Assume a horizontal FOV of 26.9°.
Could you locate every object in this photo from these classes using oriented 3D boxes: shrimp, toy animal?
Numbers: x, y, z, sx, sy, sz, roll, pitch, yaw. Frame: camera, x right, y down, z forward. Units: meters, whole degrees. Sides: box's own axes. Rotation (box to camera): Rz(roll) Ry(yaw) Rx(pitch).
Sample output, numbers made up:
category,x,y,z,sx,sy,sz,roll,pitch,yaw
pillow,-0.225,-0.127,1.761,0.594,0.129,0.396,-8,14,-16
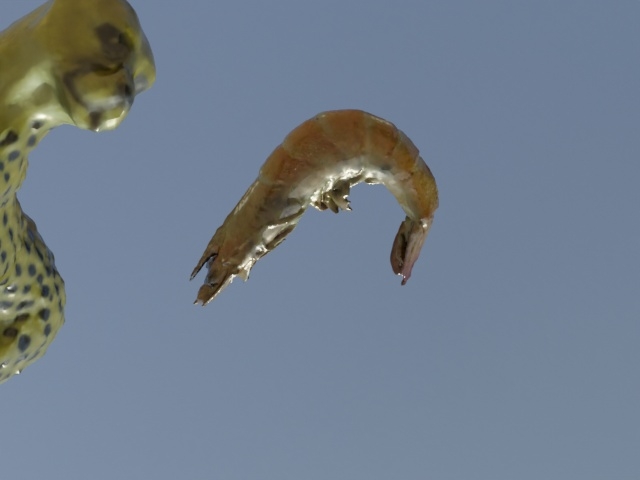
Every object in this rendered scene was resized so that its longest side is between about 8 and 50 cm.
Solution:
category,x,y,z,sx,sy,sz,roll,pitch,yaw
shrimp,0.000,0.000,0.551,0.114,0.083,0.023,-46,-155,18
toy animal,-0.107,0.013,0.393,0.073,0.181,0.136,40,-114,21
